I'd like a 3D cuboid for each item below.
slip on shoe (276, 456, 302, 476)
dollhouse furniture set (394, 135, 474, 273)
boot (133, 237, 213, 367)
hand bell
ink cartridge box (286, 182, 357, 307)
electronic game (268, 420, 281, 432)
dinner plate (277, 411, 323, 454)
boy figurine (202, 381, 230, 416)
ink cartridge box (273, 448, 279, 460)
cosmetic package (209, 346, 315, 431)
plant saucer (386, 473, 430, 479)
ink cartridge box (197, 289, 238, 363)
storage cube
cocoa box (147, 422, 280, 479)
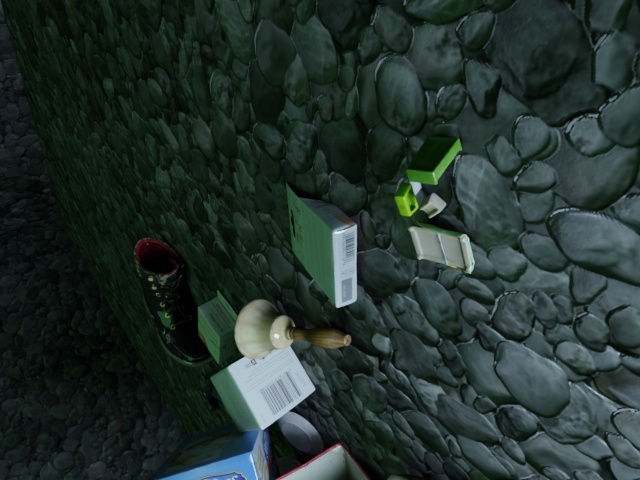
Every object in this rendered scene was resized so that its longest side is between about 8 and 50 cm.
[{"bbox_3d":[-0.031,0.750,1.239,0.331,0.123,0.101,52,150,7],"label":"slip on shoe"},{"bbox_3d":[0.137,-0.038,0.513,0.076,0.059,0.152,14,144,40],"label":"dollhouse furniture set"},{"bbox_3d":[-0.461,0.189,1.406,0.377,0.138,0.285,45,144,33],"label":"boot"},{"bbox_3d":[-0.042,0.182,0.869,0.241,0.126,0.126,-2,112,42],"label":"hand bell"},{"bbox_3d":[0.000,0.000,0.731,0.179,0.045,0.146,-129,29,-50],"label":"ink cartridge box"},{"bbox_3d":[-0.163,0.423,1.237,0.229,0.048,0.230,33,137,36],"label":"electronic game"},{"bbox_3d":[-0.055,0.487,1.131,0.141,0.017,0.141,17,125,27],"label":"dinner plate"},{"bbox_3d":[-0.280,0.543,1.449,0.285,0.092,0.178,4,114,56],"label":"boy figurine"},{"bbox_3d":[-0.198,0.735,1.483,0.190,0.082,0.140,-31,88,56],"label":"ink cartridge box"},{"bbox_3d":[-0.138,0.329,1.040,0.152,0.151,0.183,58,146,7],"label":"cosmetic package"},{"bbox_3d":[0.226,0.521,0.744,0.310,0.050,0.311,45,150,35],"label":"plant saucer"},{"bbox_3d":[-0.285,0.241,1.254,0.115,0.067,0.198,46,143,25],"label":"ink cartridge box"},{"bbox_3d":[0.028,0.593,0.941,0.215,0.183,0.193,32,138,58],"label":"storage cube"},{"bbox_3d":[-0.219,0.574,1.034,0.347,0.231,0.228,107,148,-80],"label":"cocoa box"}]
